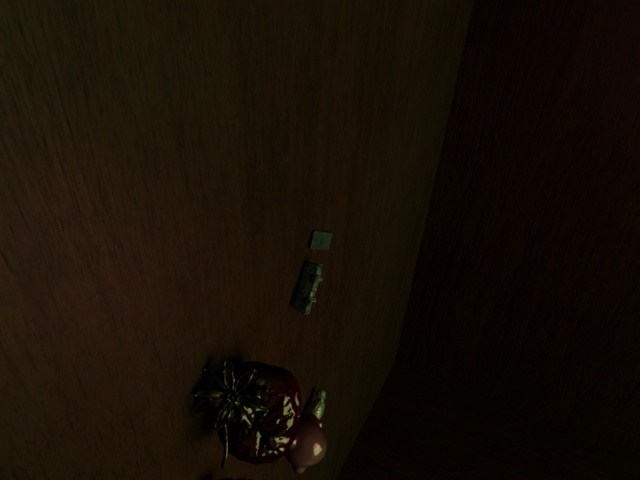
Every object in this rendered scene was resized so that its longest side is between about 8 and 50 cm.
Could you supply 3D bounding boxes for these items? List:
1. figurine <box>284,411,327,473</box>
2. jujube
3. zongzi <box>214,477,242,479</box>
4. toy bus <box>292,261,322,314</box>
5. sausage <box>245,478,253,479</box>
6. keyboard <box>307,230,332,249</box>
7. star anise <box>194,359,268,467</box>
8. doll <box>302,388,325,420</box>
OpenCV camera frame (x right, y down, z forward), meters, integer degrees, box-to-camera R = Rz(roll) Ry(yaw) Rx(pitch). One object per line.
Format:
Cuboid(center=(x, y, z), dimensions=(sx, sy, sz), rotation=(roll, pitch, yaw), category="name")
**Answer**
Cuboid(center=(-0.060, 0.749, 2.169), dimensions=(0.173, 0.173, 0.173), rotation=(-56, 158, -37), category="figurine")
Cuboid(center=(-0.154, 0.425, 1.471), dimensions=(0.213, 0.212, 0.233), rotation=(22, 82, -72), category="jujube")
Cuboid(center=(-0.204, 0.831, 1.498), dimensions=(0.174, 0.392, 0.357), rotation=(11, 95, -49), category="zongzi")
Cuboid(center=(-0.037, 0.138, 1.743), dimensions=(0.051, 0.061, 0.153), rotation=(7, 101, -70), category="toy bus")
Cuboid(center=(-0.249, 0.811, 1.826), dimensions=(0.197, 0.076, 0.077), rotation=(-28, 136, -66), category="sausage")
Cuboid(center=(0.001, 0.000, 1.783), dimensions=(0.176, 0.014, 0.055), rotation=(4, 104, -72), category="keyboard")
Cuboid(center=(-0.220, 0.379, 1.345), dimensions=(0.234, 0.177, 0.073), rotation=(-53, -176, -1), category="star anise")
Cuboid(center=(-0.027, 0.692, 2.356), dimensions=(0.214, 0.071, 0.103), rotation=(-67, 161, 3), category="doll")
